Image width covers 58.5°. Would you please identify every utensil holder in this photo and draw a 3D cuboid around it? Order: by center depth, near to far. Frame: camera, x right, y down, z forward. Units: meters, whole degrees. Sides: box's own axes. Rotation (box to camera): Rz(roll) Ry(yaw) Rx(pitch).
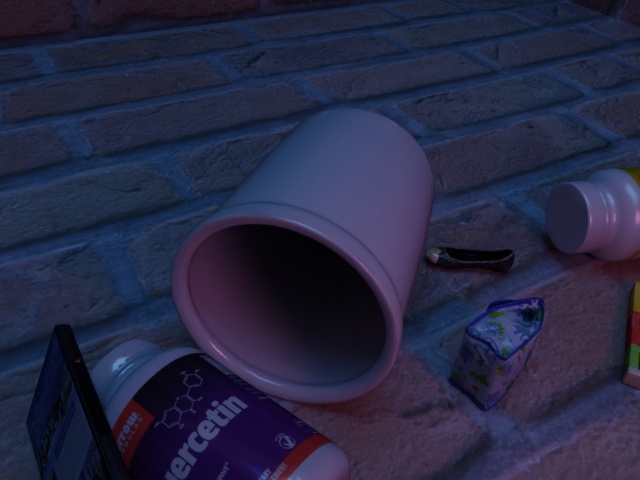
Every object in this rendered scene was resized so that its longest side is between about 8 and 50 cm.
[{"bbox_3d":[0.000,0.000,0.906,0.328,0.327,0.385,14,38,11],"label":"utensil holder"}]

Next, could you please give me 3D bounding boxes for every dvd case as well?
[{"bbox_3d":[-0.296,0.248,0.681,0.022,0.180,0.253,4,31,-42],"label":"dvd case"}]

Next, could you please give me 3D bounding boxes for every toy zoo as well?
[{"bbox_3d":[0.638,0.172,0.993,0.192,0.030,0.293,20,41,17],"label":"toy zoo"}]

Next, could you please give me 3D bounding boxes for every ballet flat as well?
[{"bbox_3d":[0.290,0.028,1.116,0.173,0.049,0.057,4,38,-1],"label":"ballet flat"}]

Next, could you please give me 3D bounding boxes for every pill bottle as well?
[{"bbox_3d":[-0.136,0.250,0.688,0.323,0.181,0.181,27,44,25],"label":"pill bottle"},{"bbox_3d":[0.641,-0.056,1.150,0.334,0.187,0.187,-4,40,-12],"label":"pill bottle"}]

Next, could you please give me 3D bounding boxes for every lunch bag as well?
[{"bbox_3d":[0.282,0.164,0.885,0.151,0.128,0.096,-24,48,-31],"label":"lunch bag"}]
